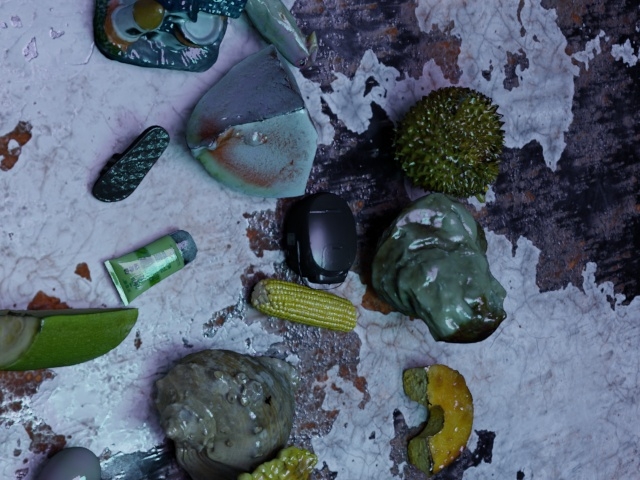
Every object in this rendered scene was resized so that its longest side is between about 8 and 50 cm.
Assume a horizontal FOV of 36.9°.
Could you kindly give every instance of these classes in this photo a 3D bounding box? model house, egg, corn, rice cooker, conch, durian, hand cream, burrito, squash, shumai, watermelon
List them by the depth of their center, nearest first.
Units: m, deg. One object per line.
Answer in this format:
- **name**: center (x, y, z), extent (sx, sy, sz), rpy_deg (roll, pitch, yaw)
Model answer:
- **egg**: center (-0.448, 0.429, 1.697), extent (0.103, 0.103, 0.135), rpy_deg (45, 69, -27)
- **squash**: center (-0.483, 0.173, 1.712), extent (0.288, 0.203, 0.111), rpy_deg (2, 89, -70)
- **model house**: center (-0.240, -0.423, 1.719), extent (0.253, 0.291, 0.184), rpy_deg (7, 82, -35)
- **hand cream**: center (-0.315, 0.043, 1.818), extent (0.175, 0.046, 0.095), rpy_deg (-31, 111, -29)
- **conch**: center (-0.149, 0.347, 1.856), extent (0.352, 0.210, 0.297), rpy_deg (-8, 110, -33)
- **watermelon**: center (-0.096, -0.198, 1.866), extent (0.320, 0.213, 0.290), rpy_deg (-46, 118, -37)
- **burrito**: center (-0.092, -0.443, 1.929), extent (0.089, 0.144, 0.229), rpy_deg (-32, 117, 17)
- **rice cooker**: center (0.000, 0.001, 1.994), extent (0.142, 0.118, 0.203), rpy_deg (2, 89, -36)
- **corn**: center (-0.030, 0.135, 1.999), extent (0.248, 0.081, 0.081), rpy_deg (16, 82, -34)
- **shumai**: center (0.289, 0.083, 2.069), extent (0.309, 0.263, 0.304), rpy_deg (-8, 124, -29)
- **durian**: center (0.294, -0.214, 2.139), extent (0.293, 0.258, 0.258), rpy_deg (19, 80, -44)

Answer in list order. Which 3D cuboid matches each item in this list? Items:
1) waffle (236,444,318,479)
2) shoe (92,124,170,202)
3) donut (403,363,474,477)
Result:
- **waffle**: center (-0.139, 0.516, 1.846), extent (0.312, 0.060, 0.307), rpy_deg (-51, 157, 18)
- **shoe**: center (-0.354, -0.145, 1.783), extent (0.179, 0.049, 0.071), rpy_deg (-48, 130, 0)
- **donut**: center (0.278, 0.402, 2.209), extent (0.152, 0.101, 0.259), rpy_deg (-5, 93, -36)
